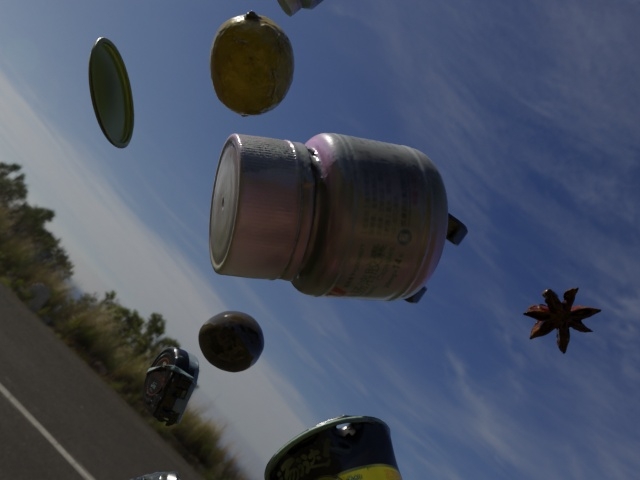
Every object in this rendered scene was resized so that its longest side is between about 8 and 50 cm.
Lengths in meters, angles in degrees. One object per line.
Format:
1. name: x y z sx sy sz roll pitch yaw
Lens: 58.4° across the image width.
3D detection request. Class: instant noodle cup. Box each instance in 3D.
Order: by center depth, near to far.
1. instant noodle cup: 0.049 0.406 0.814 0.215 0.215 0.236 69 -4 -46

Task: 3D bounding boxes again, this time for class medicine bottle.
1. medicine bottle: 0.004 -0.037 0.843 0.302 0.241 0.241 6 0 -20
2. medicine bottle: -0.032 -0.525 1.195 0.074 0.118 0.055 51 -5 -1

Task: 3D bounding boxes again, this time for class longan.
1. longan: -0.271 0.314 1.785 0.196 0.196 0.220 34 -2 33

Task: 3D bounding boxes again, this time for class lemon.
1. lemon: -0.198 -0.500 1.646 0.260 0.260 0.284 18 -66 53

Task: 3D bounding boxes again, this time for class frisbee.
1. frisbee: -0.449 -0.315 1.235 0.236 0.017 0.236 -4 90 -89

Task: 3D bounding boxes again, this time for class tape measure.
1. tape measure: -0.408 0.387 1.567 0.107 0.181 0.182 33 -9 -30

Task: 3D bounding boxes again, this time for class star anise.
1. star anise: 0.703 0.225 1.694 0.212 0.196 0.111 20 0 -14

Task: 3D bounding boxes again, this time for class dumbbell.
1. dumbbell: 0.337 0.036 1.968 0.204 0.322 0.204 34 6 -4

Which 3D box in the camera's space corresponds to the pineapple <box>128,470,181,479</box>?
1. pineapple: -0.228 0.450 0.832 0.223 0.223 0.357 33 -40 34
